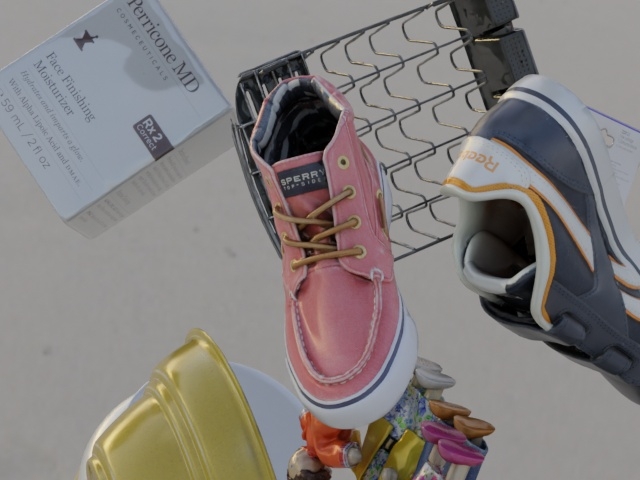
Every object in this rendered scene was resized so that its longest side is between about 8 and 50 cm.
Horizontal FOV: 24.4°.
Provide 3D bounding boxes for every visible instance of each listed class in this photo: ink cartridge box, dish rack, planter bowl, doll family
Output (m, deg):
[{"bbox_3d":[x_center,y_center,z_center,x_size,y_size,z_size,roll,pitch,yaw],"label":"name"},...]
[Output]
[{"bbox_3d":[0.300,-0.056,1.778,0.045,0.208,0.206,24,5,42],"label":"ink cartridge box"},{"bbox_3d":[0.063,-0.085,1.194,0.271,0.208,0.074,-23,9,-16],"label":"dish rack"},{"bbox_3d":[-0.090,0.170,0.920,0.090,0.217,0.217,-15,21,-16],"label":"planter bowl"},{"bbox_3d":[0.068,0.192,1.135,0.118,0.163,0.263,14,16,-26],"label":"doll family"}]

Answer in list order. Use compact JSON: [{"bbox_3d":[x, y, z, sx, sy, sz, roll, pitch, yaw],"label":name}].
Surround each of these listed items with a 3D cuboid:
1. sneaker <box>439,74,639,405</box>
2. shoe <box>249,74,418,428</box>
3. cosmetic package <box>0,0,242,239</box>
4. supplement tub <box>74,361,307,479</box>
[{"bbox_3d":[0.187,0.034,1.153,0.127,0.321,0.126,-43,30,-20],"label":"sneaker"},{"bbox_3d":[0.000,0.000,0.693,0.063,0.081,0.178,-18,40,15],"label":"shoe"},{"bbox_3d":[-0.189,-0.117,1.371,0.184,0.151,0.151,-35,-5,-3],"label":"cosmetic package"},{"bbox_3d":[-0.138,0.287,1.493,0.241,0.331,0.241,10,55,-15],"label":"supplement tub"}]
